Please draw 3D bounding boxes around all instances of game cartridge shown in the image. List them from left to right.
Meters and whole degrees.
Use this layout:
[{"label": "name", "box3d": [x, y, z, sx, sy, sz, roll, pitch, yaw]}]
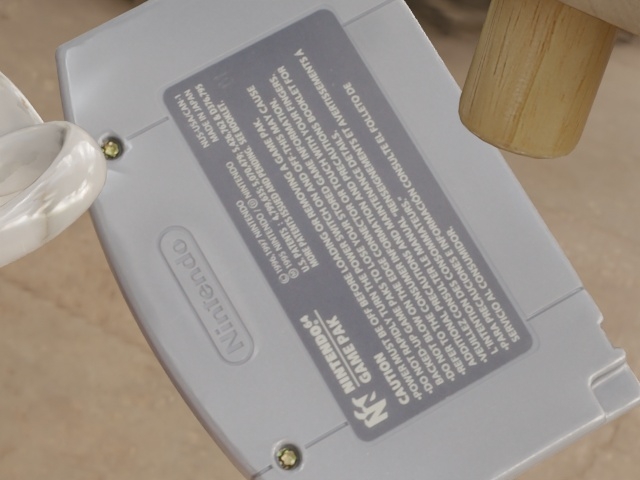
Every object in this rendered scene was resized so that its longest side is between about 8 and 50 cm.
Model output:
[{"label": "game cartridge", "box3d": [0.000, 0.000, 0.783, 0.198, 0.062, 0.297, -29, 78, -5]}]

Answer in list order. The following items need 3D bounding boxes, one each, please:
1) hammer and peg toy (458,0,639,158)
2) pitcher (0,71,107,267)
[{"label": "hammer and peg toy", "box3d": [0.233, -0.070, 0.497, 0.266, 0.127, 0.361, 30, 28, 29]}, {"label": "pitcher", "box3d": [-0.181, 0.010, 0.583, 0.207, 0.125, 0.178, -35, 21, -12]}]
